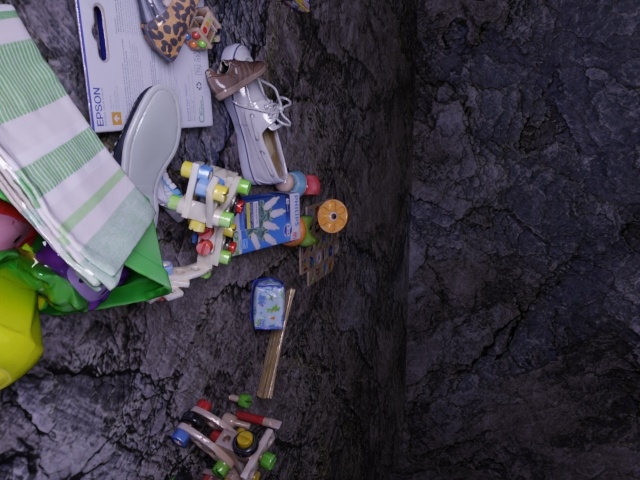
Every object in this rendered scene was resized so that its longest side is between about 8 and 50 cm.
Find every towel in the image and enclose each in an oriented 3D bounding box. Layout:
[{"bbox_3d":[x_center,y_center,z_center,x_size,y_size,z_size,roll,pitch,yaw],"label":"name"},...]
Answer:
[{"bbox_3d":[-0.320,-0.117,0.597,0.324,0.038,0.248,60,9,-25],"label":"towel"}]

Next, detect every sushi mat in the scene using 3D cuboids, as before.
[{"bbox_3d":[-0.133,0.301,1.468,0.151,0.019,0.316,153,-50,-67],"label":"sushi mat"}]

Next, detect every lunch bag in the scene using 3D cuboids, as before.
[{"bbox_3d":[-0.149,0.176,1.427,0.151,0.096,0.128,-143,-124,-84],"label":"lunch bag"}]

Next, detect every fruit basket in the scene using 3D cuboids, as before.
[{"bbox_3d":[-0.409,0.055,0.653,0.392,0.283,0.391,-13,90,-73],"label":"fruit basket"}]

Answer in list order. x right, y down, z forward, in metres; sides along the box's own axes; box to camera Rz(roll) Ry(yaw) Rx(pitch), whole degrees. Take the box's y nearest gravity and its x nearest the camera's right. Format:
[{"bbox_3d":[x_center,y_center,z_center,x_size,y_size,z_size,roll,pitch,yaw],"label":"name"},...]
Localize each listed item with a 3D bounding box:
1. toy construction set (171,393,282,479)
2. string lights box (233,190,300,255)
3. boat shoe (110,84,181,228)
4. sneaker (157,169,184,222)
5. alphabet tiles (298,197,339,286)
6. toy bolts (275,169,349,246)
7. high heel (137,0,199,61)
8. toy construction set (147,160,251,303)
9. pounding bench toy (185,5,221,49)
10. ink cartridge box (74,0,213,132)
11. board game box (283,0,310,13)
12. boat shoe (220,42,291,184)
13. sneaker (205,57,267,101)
[{"bbox_3d":[-0.185,0.507,1.226,0.309,0.237,0.257,-27,118,-63],"label":"toy construction set"},{"bbox_3d":[-0.164,-0.051,1.309,0.260,0.077,0.133,-16,110,-51],"label":"string lights box"},{"bbox_3d":[-0.332,-0.130,0.888,0.114,0.091,0.302,10,100,-60],"label":"boat shoe"},{"bbox_3d":[-0.336,-0.099,1.006,0.083,0.071,0.190,-52,139,-30],"label":"sneaker"},{"bbox_3d":[0.000,0.000,1.827,0.342,0.011,0.285,-27,118,-62],"label":"alphabet tiles"},{"bbox_3d":[-0.050,-0.107,1.495,0.158,0.218,0.228,4,73,-60],"label":"toy bolts"},{"bbox_3d":[-0.232,-0.446,0.945,0.261,0.093,0.186,-32,121,-43],"label":"high heel"},{"bbox_3d":[-0.237,-0.013,0.990,0.327,0.151,0.215,-58,-173,26],"label":"toy construction set"},{"bbox_3d":[-0.235,-0.410,1.005,0.083,0.052,0.065,48,53,-59],"label":"pounding bench toy"},{"bbox_3d":[-0.335,-0.372,0.939,0.330,0.072,0.324,-27,120,-60],"label":"ink cartridge box"},{"bbox_3d":[-0.082,-0.765,1.458,0.170,0.048,0.141,0,96,-66],"label":"board game box"},{"bbox_3d":[-0.141,-0.309,1.274,0.136,0.157,0.367,-48,137,-54],"label":"boat shoe"},{"bbox_3d":[-0.183,-0.377,1.115,0.071,0.066,0.188,58,38,-22],"label":"sneaker"}]
